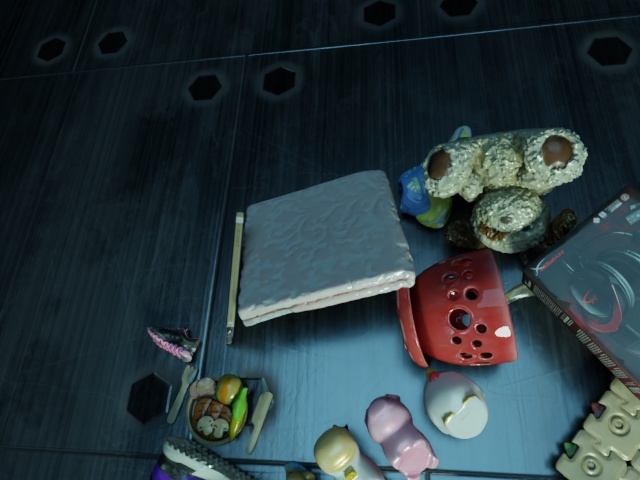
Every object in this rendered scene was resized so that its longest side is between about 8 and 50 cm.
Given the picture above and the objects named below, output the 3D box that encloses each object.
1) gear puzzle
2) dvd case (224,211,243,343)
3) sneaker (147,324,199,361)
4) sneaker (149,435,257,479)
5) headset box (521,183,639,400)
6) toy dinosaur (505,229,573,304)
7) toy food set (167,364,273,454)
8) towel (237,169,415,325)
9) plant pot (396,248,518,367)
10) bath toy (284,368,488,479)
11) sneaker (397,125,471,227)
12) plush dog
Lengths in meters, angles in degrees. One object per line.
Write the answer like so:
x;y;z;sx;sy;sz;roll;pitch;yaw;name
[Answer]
0.480;0.361;0.722;0.175;0.044;0.339;38;80;21;gear puzzle
-0.170;0.078;0.897;0.018;0.164;0.221;5;66;-11;dvd case
-0.299;0.199;0.935;0.119;0.047;0.057;26;58;16;sneaker
-0.174;0.465;0.766;0.293;0.102;0.146;21;76;23;sneaker
0.509;0.095;0.718;0.218;0.110;0.293;-41;64;8;headset box
0.439;0.054;0.854;0.268;0.064;0.118;-14;71;7;toy dinosaur
-0.199;0.316;0.862;0.191;0.038;0.133;12;69;15;toy food set
0.000;0.000;0.883;0.316;0.053;0.332;-16;40;9;towel
0.230;0.122;0.789;0.174;0.191;0.191;-13;64;19;plant pot
0.109;0.328;0.761;0.348;0.151;0.129;-34;21;-4;bath toy
0.235;-0.148;0.962;0.126;0.091;0.240;17;71;17;sneaker
0.341;-0.085;0.844;0.262;0.210;0.226;-3;105;27;plush dog
